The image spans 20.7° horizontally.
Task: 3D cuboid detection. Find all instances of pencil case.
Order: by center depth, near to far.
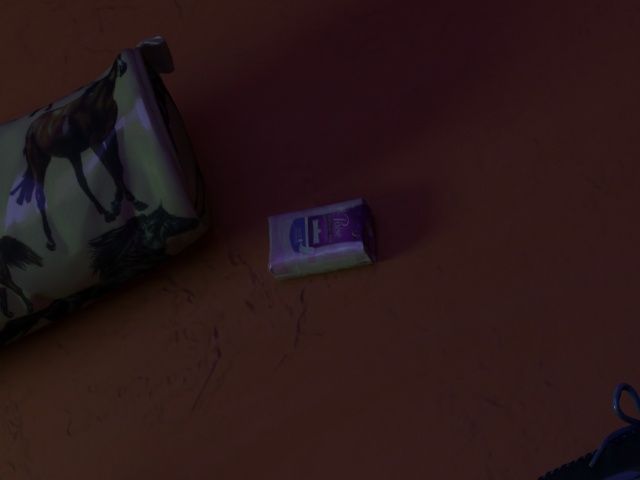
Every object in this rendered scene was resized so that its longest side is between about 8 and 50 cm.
[{"bbox_3d":[-0.277,-0.005,1.390,0.410,0.160,0.183,-26,71,6],"label":"pencil case"}]

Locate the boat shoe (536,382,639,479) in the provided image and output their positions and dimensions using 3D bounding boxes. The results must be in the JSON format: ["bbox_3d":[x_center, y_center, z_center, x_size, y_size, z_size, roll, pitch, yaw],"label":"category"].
[{"bbox_3d":[0.254,0.138,1.158,0.258,0.109,0.089,-14,49,-6],"label":"boat shoe"}]

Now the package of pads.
[{"bbox_3d":[0.000,0.000,1.359,0.083,0.032,0.050,-10,62,15],"label":"package of pads"}]
